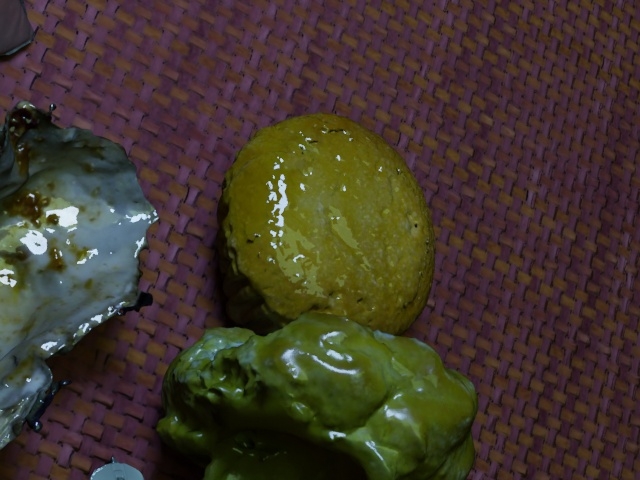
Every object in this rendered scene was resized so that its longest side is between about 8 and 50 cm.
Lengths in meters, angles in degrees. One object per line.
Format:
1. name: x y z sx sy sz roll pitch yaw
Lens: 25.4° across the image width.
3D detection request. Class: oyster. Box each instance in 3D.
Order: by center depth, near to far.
1. oyster: -0.252 0.058 1.186 0.198 0.133 0.337 27 66 -24

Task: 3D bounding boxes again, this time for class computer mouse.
1. computer mouse: -0.173 0.242 1.236 0.056 0.032 0.110 3 74 -31

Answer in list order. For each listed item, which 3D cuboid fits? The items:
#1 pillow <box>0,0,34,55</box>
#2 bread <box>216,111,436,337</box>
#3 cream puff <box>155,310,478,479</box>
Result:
1. pillow: -0.340 -0.256 1.241 0.126 0.043 0.232 -40 121 -33
2. bread: 0.002 -0.003 1.351 0.240 0.139 0.239 9 71 -29
3. cream puff: -0.006 0.174 1.226 0.282 0.282 0.185 22 71 -24
